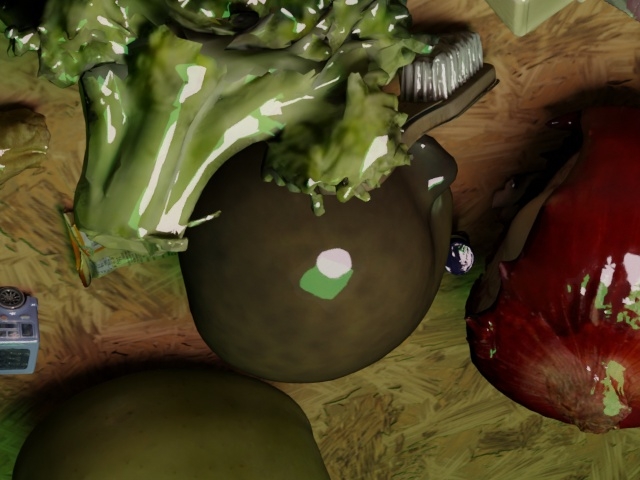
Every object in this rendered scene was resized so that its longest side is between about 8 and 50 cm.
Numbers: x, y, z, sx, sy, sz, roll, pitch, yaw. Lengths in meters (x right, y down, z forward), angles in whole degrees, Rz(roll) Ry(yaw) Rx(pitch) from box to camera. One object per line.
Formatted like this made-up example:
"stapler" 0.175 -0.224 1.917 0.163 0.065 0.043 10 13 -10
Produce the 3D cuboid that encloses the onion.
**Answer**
"onion" 0.306 0.038 1.341 0.341 0.341 0.341 -10 138 -9

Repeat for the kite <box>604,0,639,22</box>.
"kite" 0.384 -0.233 1.239 0.204 0.022 0.360 -40 122 20

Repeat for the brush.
"brush" 0.075 -0.120 1.138 0.070 0.327 0.065 1 114 26

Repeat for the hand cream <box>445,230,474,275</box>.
"hand cream" 0.128 0.009 1.391 0.062 0.163 0.039 -18 96 -5

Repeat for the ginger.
"ginger" -0.344 -0.064 1.174 0.205 0.081 0.115 2 103 -10

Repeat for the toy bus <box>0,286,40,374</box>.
"toy bus" -0.370 0.095 1.336 0.167 0.076 0.073 0 136 -21

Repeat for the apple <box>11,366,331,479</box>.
"apple" -0.154 0.303 1.438 0.357 0.357 0.357 -10 138 -9

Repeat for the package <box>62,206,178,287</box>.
"package" -0.193 -0.009 1.322 0.121 0.031 0.108 -19 139 -7

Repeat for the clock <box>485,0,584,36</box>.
"clock" 0.219 -0.307 0.975 0.276 0.120 0.379 -37 161 -2

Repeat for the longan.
"longan" 0.000 0.000 1.237 0.300 0.243 0.300 -37 173 -5

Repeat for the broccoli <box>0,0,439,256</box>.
"broccoli" -0.112 -0.131 0.990 0.293 0.280 0.348 21 167 -30
